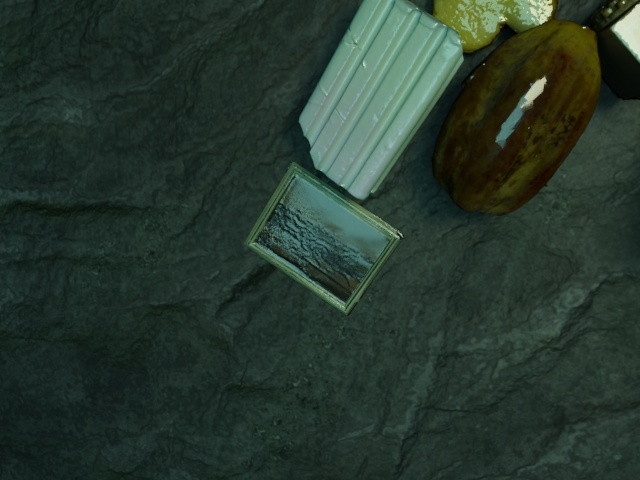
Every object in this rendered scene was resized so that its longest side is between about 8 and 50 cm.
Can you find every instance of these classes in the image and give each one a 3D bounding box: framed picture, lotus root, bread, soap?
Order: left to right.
[{"bbox_3d":[0.000,0.000,0.889,0.252,0.014,0.197,34,105,3],"label":"framed picture"},{"bbox_3d":[0.089,-0.233,0.765,0.172,0.095,0.290,37,114,9],"label":"soap"},{"bbox_3d":[0.269,-0.365,0.739,0.187,0.065,0.150,28,114,7],"label":"bread"},{"bbox_3d":[0.292,-0.188,0.718,0.193,0.193,0.291,30,114,4],"label":"lotus root"}]

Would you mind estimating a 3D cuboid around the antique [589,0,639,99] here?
[{"bbox_3d":[0.474,-0.301,0.663,0.148,0.152,0.146,45,108,-3],"label":"antique"}]
